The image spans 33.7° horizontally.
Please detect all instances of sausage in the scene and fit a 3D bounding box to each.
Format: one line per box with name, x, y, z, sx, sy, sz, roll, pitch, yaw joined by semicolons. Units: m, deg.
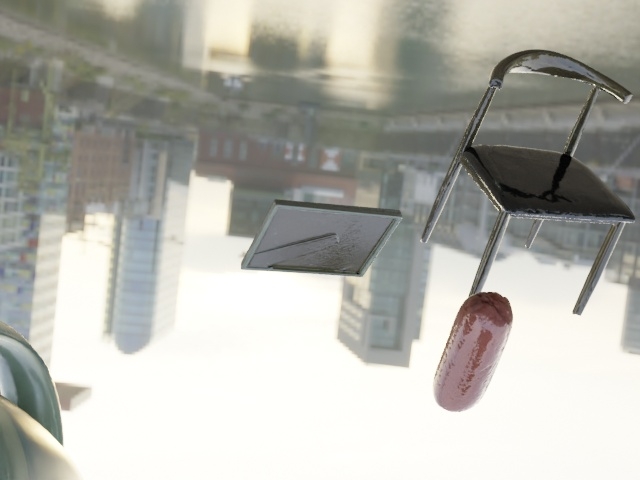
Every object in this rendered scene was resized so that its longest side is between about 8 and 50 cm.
sausage;0.164;0.121;1.142;0.062;0.154;0.062;9;-143;-7

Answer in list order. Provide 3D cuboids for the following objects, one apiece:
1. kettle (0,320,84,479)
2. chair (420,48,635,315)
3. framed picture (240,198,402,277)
kettle;-0.312;0.219;0.938;0.247;0.319;0.342;-1;160;11
chair;0.250;-0.063;1.220;0.188;0.272;0.166;3;-148;-21
framed picture;0.000;0.000;0.672;0.089;0.066;0.006;4;-130;-25
